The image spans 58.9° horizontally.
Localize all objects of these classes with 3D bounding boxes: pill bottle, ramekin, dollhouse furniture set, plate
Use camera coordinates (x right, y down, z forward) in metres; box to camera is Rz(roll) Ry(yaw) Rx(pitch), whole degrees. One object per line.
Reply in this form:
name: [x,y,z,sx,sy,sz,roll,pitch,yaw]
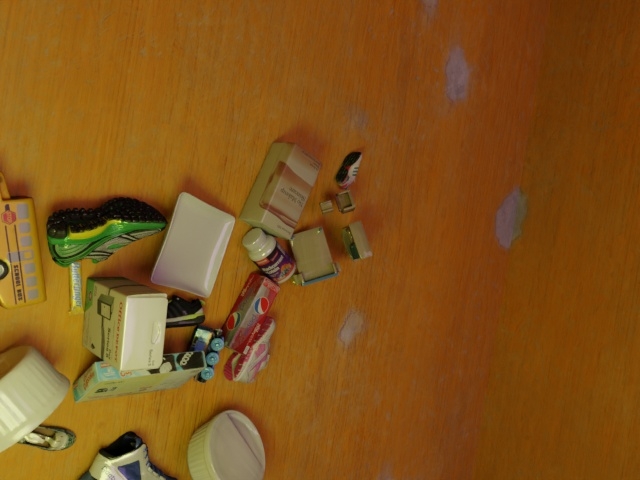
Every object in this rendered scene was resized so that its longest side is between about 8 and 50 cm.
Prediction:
pill bottle: [-0.177,0.050,1.922,0.108,0.108,0.193,-54,127,-22]
ramekin: [-0.759,0.374,1.346,0.277,0.277,0.135,-40,113,-30]
ramekin: [-0.309,0.695,1.824,0.273,0.127,0.272,45,29,-34]
dollhouse furniture set: [0.000,0.000,2.106,0.304,0.198,0.286,-18,87,-7]
plate: [-0.391,0.018,1.726,0.277,0.045,0.277,30,76,-59]

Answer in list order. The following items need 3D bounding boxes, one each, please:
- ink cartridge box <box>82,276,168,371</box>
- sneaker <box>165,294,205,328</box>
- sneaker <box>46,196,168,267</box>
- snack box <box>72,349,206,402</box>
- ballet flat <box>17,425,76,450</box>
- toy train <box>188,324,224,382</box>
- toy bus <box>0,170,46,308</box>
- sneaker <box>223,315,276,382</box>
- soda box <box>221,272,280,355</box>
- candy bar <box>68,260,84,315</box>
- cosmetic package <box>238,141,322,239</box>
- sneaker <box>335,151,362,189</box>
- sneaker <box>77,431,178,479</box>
ink cartridge box: [-0.530,0.216,1.518,0.115,0.273,0.198,3,94,-42]
sneaker: [-0.461,0.216,1.731,0.235,0.084,0.097,3,70,-43]
sneaker: [-0.582,-0.024,1.558,0.344,0.134,0.146,-15,135,-45]
snack box: [-0.513,0.387,1.623,0.322,0.187,0.060,3,58,-43]
ballet flat: [-0.739,0.533,1.521,0.188,0.070,0.070,31,76,-41]
toy train: [-0.374,0.360,1.804,0.105,0.080,0.184,19,91,-11]
toy bus: [-0.766,-0.004,1.382,0.130,0.108,0.332,-12,104,-41]
sneaker: [-0.225,0.378,1.946,0.111,0.103,0.252,42,75,-42]
soda box: [-0.242,0.245,1.904,0.083,0.092,0.263,39,72,-38]
candy bar: [-0.670,0.125,1.551,0.040,0.018,0.161,-5,101,-42]
cosmetic package: [-0.131,-0.168,1.915,0.153,0.129,0.295,31,76,-42]
sneaker: [0.116,-0.267,2.182,0.161,0.057,0.075,-59,146,-20]
sneaker: [-0.538,0.675,1.681,0.316,0.128,0.182,30,79,-39]
